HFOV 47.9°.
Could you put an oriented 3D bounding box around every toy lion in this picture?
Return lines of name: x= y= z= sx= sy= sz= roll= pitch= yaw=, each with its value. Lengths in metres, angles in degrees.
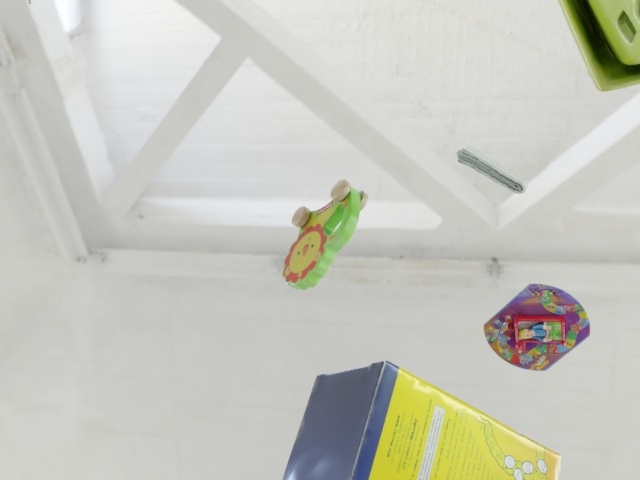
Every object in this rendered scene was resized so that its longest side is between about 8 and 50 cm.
toy lion: x=0.000 y=0.000 z=0.708 sx=0.034 sy=0.096 sz=0.100 roll=31 pitch=-43 yaw=-27

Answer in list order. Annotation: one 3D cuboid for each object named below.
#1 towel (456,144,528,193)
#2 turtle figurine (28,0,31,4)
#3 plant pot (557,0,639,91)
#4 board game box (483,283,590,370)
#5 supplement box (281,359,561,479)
towel: x=0.261 y=-0.107 z=1.093 sx=0.113 sy=0.152 sz=0.023 roll=33 pitch=-74 yaw=9
turtle figurine: x=-0.279 y=-0.297 z=0.585 sx=0.234 sy=0.175 sz=0.118 roll=47 pitch=-75 yaw=7
plant pot: x=0.311 y=-0.258 z=0.589 sx=0.228 sy=0.227 sz=0.207 roll=-16 pitch=-13 yaw=-8
board game box: x=0.352 y=0.153 z=1.172 sx=0.133 sy=0.033 sz=0.168 roll=39 pitch=-59 yaw=-4
supplement box: x=0.155 y=0.348 z=1.079 sx=0.357 sy=0.195 sz=0.194 roll=31 pitch=-29 yaw=-20
